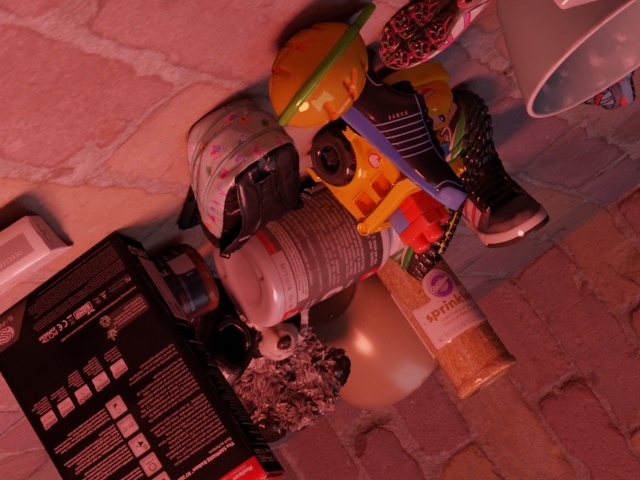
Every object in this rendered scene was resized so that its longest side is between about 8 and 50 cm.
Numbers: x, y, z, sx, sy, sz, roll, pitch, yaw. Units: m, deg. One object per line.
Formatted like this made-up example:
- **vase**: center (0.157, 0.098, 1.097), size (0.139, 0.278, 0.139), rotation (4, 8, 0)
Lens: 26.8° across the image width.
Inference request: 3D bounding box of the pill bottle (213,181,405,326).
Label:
- **pill bottle**: center (0.000, 0.000, 1.970), size (0.283, 0.161, 0.161), rotation (-26, 164, -28)

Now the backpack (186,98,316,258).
- **backpack**: center (-0.091, -0.080, 1.589), size (0.152, 0.115, 0.182), rotation (-41, 162, -18)

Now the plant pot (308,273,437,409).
- **plant pot**: center (0.075, 0.147, 2.511), size (0.284, 0.284, 0.191), rotation (-37, 130, 14)

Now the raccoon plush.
- **raccoon plush**: center (-0.156, 0.168, 2.311), size (0.446, 0.299, 0.216), rotation (-1, -146, 50)

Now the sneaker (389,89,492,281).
- **sneaker**: center (0.159, -0.092, 2.086), size (0.134, 0.146, 0.343), rotation (-45, 162, -50)

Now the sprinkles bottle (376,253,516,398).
- **sprinkles bottle**: center (0.195, 0.101, 2.343), size (0.121, 0.355, 0.121), rotation (-32, 166, -9)

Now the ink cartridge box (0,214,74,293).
- **ink cartridge box**: center (-0.378, 0.038, 1.526), size (0.181, 0.056, 0.225), rotation (-34, -175, -2)

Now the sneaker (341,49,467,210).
- **sneaker**: center (0.112, -0.136, 1.672), size (0.090, 0.232, 0.081), rotation (-48, -162, 5)

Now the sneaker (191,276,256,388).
- **sneaker**: center (-0.151, 0.136, 1.987), size (0.135, 0.098, 0.276), rotation (-45, -156, 28)

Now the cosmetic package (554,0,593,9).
- **cosmetic package**: center (0.308, -0.427, 1.096), size (0.161, 0.230, 0.453), rotation (-20, 160, -41)

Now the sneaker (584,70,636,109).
- **sneaker**: center (0.454, -0.279, 2.254), size (0.125, 0.104, 0.262), rotation (-18, 164, 10)

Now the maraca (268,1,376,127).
- **maraca**: center (0.007, -0.194, 1.484), size (0.127, 0.099, 0.185), rotation (-42, -169, 50)

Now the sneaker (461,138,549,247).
- **sneaker**: center (0.266, -0.101, 2.193), size (0.124, 0.178, 0.295), rotation (-33, -165, -5)

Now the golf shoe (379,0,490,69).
- **golf shoe**: center (0.152, -0.269, 1.607), size (0.186, 0.067, 0.086), rotation (-40, 166, 22)

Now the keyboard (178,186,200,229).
- **keyboard**: center (-0.124, -0.063, 1.740), size (0.100, 0.038, 0.192), rotation (-28, 166, -24)

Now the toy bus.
- **toy bus**: center (0.116, -0.100, 1.800), size (0.149, 0.211, 0.220), rotation (-19, 158, -43)

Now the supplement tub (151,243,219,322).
- **supplement tub**: center (-0.245, 0.090, 1.839), size (0.198, 0.106, 0.106), rotation (-28, 165, -22)

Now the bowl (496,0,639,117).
- **bowl**: center (0.346, -0.312, 1.702), size (0.311, 0.163, 0.311), rotation (-32, 165, -9)

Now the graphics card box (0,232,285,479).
- **graphics card box**: center (-0.240, 0.205, 1.688), size (0.233, 0.371, 0.094), rotation (-37, 166, 8)
